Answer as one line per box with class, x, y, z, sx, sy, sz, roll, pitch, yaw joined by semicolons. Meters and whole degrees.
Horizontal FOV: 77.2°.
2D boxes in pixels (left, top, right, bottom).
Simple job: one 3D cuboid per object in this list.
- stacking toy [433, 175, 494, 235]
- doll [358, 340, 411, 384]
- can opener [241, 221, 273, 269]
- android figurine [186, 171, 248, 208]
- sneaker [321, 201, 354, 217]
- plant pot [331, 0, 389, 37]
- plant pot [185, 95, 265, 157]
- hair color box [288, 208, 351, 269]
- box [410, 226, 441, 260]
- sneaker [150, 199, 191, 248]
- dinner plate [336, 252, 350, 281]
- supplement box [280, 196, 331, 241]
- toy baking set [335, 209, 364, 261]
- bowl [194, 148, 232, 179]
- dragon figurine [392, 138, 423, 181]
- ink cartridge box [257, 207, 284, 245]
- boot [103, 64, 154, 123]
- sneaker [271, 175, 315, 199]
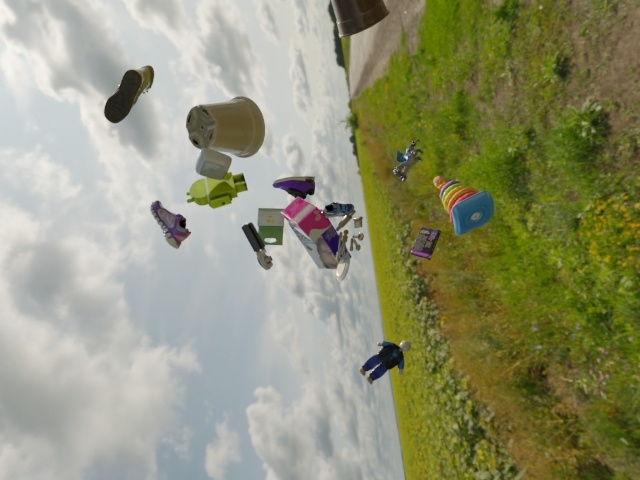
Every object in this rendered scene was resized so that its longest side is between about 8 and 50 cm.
stacking toy;0.554;-0.180;1.647;0.175;0.166;0.301;64;180;-41
doll;0.225;0.399;1.336;0.129;0.189;0.046;49;-171;6
can opener;-0.347;0.038;2.177;0.074;0.093;0.280;-30;-85;-51
android figurine;-0.467;-0.229;1.796;0.248;0.273;0.056;-117;13;-48
sneaker;0.076;-0.135;1.719;0.059;0.144;0.053;89;166;-58
plant pot;0.100;-0.731;1.201;0.166;0.167;0.165;-90;-25;-52
plant pot;-0.516;-0.592;2.109;0.306;0.334;0.333;-24;-73;-54
hair color box;0.000;0.000;2.095;0.338;0.185;0.110;56;-128;-31
box;0.539;0.013;2.053;0.116;0.029;0.162;18;85;54
sneaker;-0.607;-0.080;1.642;0.236;0.105;0.095;53;177;19
dinner plate;0.103;0.127;1.901;0.141;0.017;0.141;-165;90;-73
supplement box;-0.065;-0.093;1.708;0.111;0.114;0.220;49;175;-30
toy baking set;0.119;-0.015;1.850;0.256;0.030;0.196;-43;46;48
bowl;-0.461;-0.317;1.720;0.142;0.142;0.053;-49;38;43
dragon figurine;0.442;-0.424;2.043;0.085;0.144;0.289;38;-138;-25
ink cartridge box;-0.321;-0.090;2.576;0.056;0.171;0.234;91;180;-74
boot;-0.666;-0.516;1.411;0.077;0.213;0.165;34;-156;-21
sneaker;-0.143;-0.298;2.342;0.102;0.294;0.146;1;98;52
